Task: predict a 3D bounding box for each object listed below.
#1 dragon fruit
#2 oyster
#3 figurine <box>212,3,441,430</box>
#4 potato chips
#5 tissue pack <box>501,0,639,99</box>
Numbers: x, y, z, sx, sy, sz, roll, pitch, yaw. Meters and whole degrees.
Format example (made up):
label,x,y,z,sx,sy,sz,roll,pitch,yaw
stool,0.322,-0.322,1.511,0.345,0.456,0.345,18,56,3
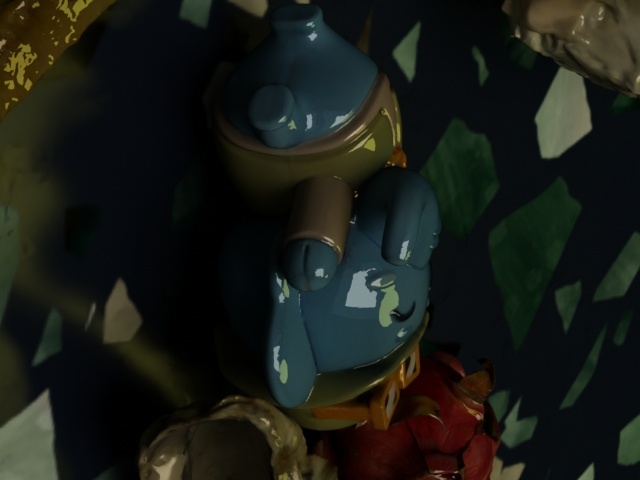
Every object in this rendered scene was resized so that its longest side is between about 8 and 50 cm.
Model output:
label,x,y,z,sx,sy,sz,roll,pitch,yaw
dragon fruit,0.057,0.137,1.326,0.133,0.166,0.136,1,106,-6
oyster,-0.034,0.201,1.266,0.341,0.166,0.110,58,34,-40
figurine,-0.003,-0.001,1.199,0.154,0.180,0.262,-15,126,-5
potato chips,-0.121,-0.153,1.085,0.407,0.080,0.057,-44,146,-23
tissue pack,0.312,-0.275,1.320,0.390,0.195,0.375,-9,127,-60
